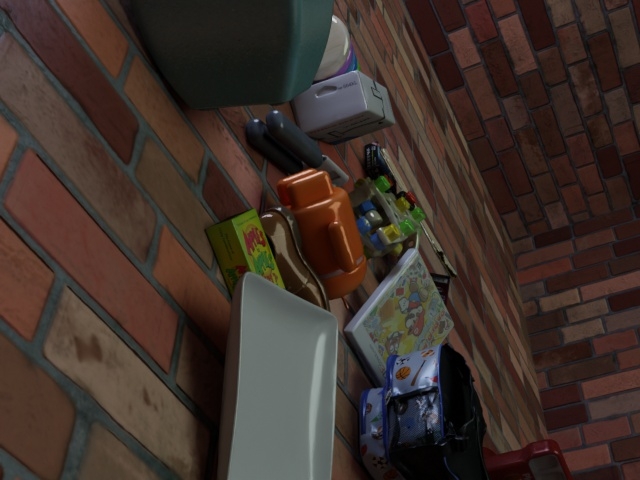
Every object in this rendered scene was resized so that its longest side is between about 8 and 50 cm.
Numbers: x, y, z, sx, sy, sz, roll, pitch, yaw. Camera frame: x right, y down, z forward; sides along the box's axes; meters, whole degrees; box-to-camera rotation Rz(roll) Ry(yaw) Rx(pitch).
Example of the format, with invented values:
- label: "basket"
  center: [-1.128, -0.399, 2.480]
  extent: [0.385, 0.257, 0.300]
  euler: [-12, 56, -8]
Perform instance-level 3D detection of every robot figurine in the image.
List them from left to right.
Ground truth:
- label: "robot figurine"
  center: [0.000, 0.000, 1.343]
  extent: [0.128, 0.158, 0.220]
  euler: [-40, 118, -55]

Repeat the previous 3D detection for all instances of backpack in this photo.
- label: "backpack"
  center: [0.187, 0.321, 1.460]
  extent: [0.264, 0.213, 0.277]
  euler: [-78, 152, -42]

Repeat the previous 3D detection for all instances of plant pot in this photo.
- label: "plant pot"
  center: [-0.110, -0.317, 1.182]
  extent: [0.247, 0.247, 0.253]
  euler: [-53, 139, -68]

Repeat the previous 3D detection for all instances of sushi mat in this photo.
- label: "sushi mat"
  center: [0.223, -0.062, 1.946]
  extent: [0.317, 0.019, 0.151]
  euler: [65, 7, 32]

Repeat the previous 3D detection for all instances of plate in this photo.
- label: "plate"
  center: [-0.054, 0.203, 1.066]
  extent: [0.277, 0.045, 0.278]
  euler: [34, 56, -60]

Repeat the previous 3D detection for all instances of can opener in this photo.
- label: "can opener"
  center: [-0.030, -0.123, 1.463]
  extent: [0.283, 0.075, 0.095]
  euler: [34, 41, -60]

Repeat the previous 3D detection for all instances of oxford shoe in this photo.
- label: "oxford shoe"
  center: [-0.051, 0.058, 1.272]
  extent: [0.076, 0.076, 0.212]
  euler: [-33, 101, -46]

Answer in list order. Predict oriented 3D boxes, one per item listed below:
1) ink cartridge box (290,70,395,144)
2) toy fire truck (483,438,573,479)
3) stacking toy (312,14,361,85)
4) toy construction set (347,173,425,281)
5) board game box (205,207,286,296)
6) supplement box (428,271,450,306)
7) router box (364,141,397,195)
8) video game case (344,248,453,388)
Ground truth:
- label: "ink cartridge box"
  center: [0.048, -0.260, 1.694]
  extent: [0.203, 0.148, 0.086]
  euler: [-1, 76, -70]
- label: "toy fire truck"
  center: [0.444, 0.574, 1.875]
  extent: [0.302, 0.253, 0.169]
  euler: [61, 21, -28]
- label: "stacking toy"
  center: [0.029, -0.348, 1.790]
  extent: [0.330, 0.141, 0.141]
  euler: [37, 39, -71]
- label: "toy construction set"
  center: [0.146, -0.015, 1.738]
  extent: [0.328, 0.151, 0.215]
  euler: [51, 14, -56]
- label: "board game box"
  center: [-0.091, 0.053, 1.174]
  extent: [0.181, 0.043, 0.092]
  euler: [70, 19, -6]
- label: "supplement box"
  center: [0.234, 0.177, 1.858]
  extent: [0.239, 0.073, 0.130]
  euler: [-63, 161, -64]
- label: "router box"
  center: [0.145, -0.164, 2.052]
  extent: [0.092, 0.038, 0.122]
  euler: [-88, 153, -44]
- label: "video game case"
  center: [0.155, 0.165, 1.612]
  extent: [0.227, 0.026, 0.206]
  euler: [-49, 125, -30]
